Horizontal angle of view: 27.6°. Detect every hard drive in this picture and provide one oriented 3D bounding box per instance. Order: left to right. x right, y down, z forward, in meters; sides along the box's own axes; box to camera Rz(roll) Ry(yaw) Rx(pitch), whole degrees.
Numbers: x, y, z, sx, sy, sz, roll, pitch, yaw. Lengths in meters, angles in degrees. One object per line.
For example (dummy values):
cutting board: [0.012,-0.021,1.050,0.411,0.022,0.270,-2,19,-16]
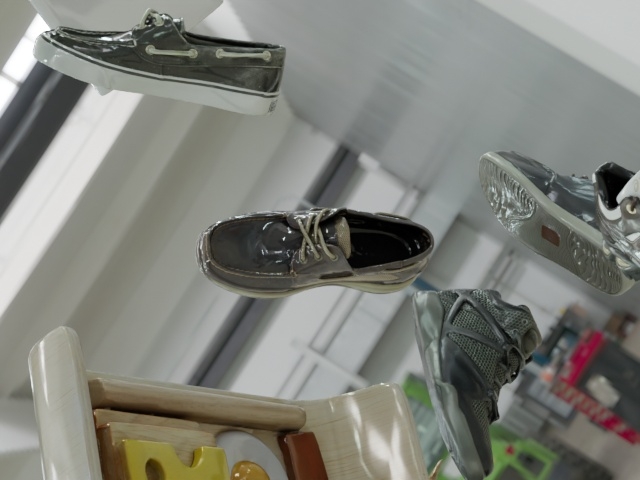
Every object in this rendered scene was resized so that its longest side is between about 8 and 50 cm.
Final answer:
hard drive: [-0.271,-0.349,1.582,0.203,0.040,0.307,-39,-47,-7]

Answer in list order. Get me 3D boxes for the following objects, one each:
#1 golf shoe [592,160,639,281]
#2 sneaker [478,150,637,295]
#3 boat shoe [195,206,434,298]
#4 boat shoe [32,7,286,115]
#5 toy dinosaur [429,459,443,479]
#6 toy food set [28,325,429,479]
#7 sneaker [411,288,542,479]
golf shoe: [0.265,-0.007,0.978,0.077,0.094,0.198,-34,24,-14]
sneaker: [0.270,-0.036,1.344,0.118,0.222,0.083,-30,-38,-25]
boat shoe: [0.000,0.000,1.841,0.355,0.132,0.130,-2,-23,-26]
boat shoe: [-0.139,-0.167,1.146,0.078,0.219,0.070,-113,35,-66]
toy dinosaur: [0.059,0.322,1.313,0.211,0.112,0.064,-40,-35,10]
toy food set: [-0.019,0.166,0.677,0.092,0.220,0.306,-24,-23,27]
sneaker: [0.171,0.135,1.321,0.227,0.130,0.087,-98,-4,-45]
